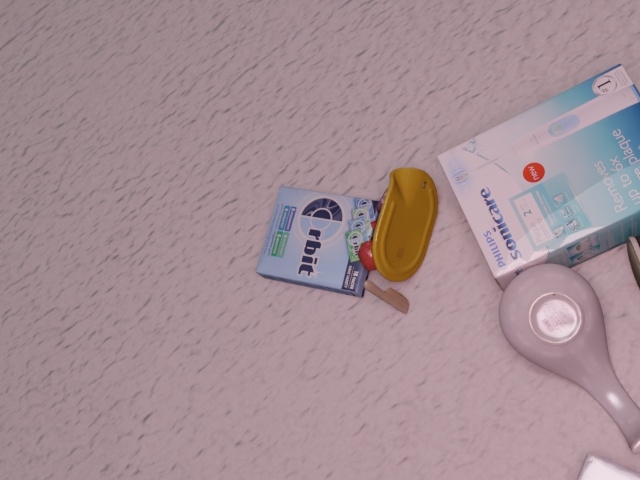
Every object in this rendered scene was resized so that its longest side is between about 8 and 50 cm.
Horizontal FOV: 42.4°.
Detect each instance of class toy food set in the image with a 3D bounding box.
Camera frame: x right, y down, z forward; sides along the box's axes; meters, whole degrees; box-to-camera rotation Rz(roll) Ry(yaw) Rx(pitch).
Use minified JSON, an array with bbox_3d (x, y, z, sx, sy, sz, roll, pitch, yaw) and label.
[{"bbox_3d":[0.106,-0.009,1.291,0.071,0.128,0.218,12,82,45],"label":"toy food set"}]

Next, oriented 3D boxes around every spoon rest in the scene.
[{"bbox_3d":[0.357,0.158,1.132,0.137,0.084,0.276,-36,80,6],"label":"spoon rest"}]

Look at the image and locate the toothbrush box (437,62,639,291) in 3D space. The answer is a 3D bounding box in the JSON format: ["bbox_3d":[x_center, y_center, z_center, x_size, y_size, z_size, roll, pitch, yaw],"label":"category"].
[{"bbox_3d":[0.353,-0.083,1.210,0.295,0.126,0.216,-26,66,13],"label":"toothbrush box"}]

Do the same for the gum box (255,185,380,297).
[{"bbox_3d":[0.000,0.000,1.366,0.184,0.041,0.157,11,77,23],"label":"gum box"}]

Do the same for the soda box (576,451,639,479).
[{"bbox_3d":[0.439,0.351,1.063,0.216,0.074,0.069,21,80,25],"label":"soda box"}]

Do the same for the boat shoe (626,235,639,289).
[{"bbox_3d":[0.490,0.091,1.129,0.068,0.081,0.228,-22,74,10],"label":"boat shoe"}]
